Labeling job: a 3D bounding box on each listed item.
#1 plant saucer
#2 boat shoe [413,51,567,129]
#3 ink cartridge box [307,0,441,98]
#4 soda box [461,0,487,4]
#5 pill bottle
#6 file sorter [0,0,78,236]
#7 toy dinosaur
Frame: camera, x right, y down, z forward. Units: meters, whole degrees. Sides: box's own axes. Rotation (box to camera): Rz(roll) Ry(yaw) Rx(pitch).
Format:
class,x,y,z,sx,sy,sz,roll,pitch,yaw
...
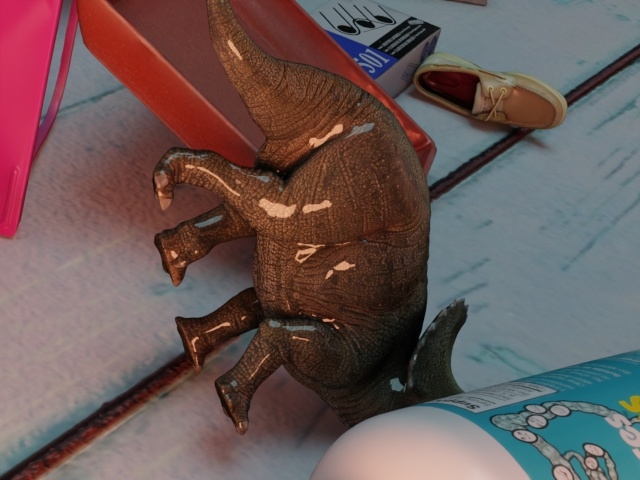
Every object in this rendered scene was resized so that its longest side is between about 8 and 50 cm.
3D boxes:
class,x,y,z,sx,sy,sz,roll,pitch,yaw
plant saucer,-0.040,-0.101,0.922,0.258,0.047,0.259,44,25,-7
boat shoe,0.141,-0.121,1.159,0.135,0.050,0.045,19,31,23
ink cartridge box,0.021,-0.152,1.146,0.097,0.046,0.207,24,30,13
soda box,0.046,-0.320,1.395,0.286,0.098,0.091,4,32,-21
pill bottle,0.091,0.134,0.591,0.264,0.146,0.146,-9,39,-37
file sorter,-0.296,-0.163,0.842,0.290,0.202,0.182,14,26,-6
toy dinosaur,0.000,0.000,0.717,0.160,0.314,0.121,-19,13,-15
